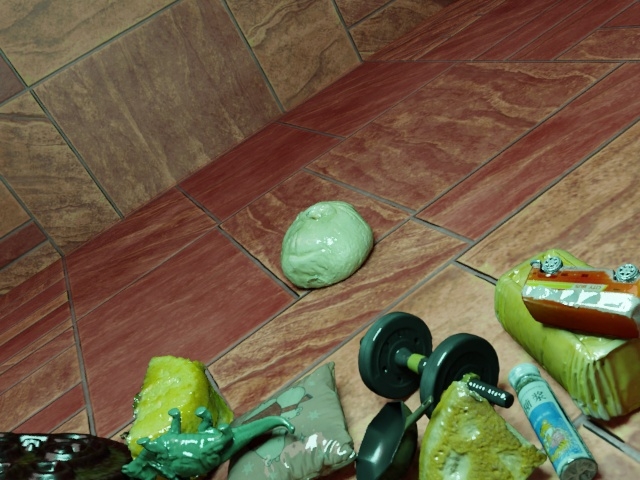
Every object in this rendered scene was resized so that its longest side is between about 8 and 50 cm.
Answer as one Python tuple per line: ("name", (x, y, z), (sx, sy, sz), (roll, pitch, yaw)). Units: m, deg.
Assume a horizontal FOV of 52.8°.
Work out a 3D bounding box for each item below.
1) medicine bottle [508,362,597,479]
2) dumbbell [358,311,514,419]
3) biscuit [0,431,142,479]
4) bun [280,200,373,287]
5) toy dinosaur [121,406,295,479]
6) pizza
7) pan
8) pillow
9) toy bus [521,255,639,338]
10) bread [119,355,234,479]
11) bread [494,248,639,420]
("medicine bottle", (0.306, 0.240, 0.865), (0.051, 0.051, 0.191), (-26, 24, 8))
("dumbbell", (0.164, 0.195, 0.991), (0.143, 0.143, 0.325), (-41, 27, -22))
("biscuit", (-0.499, 0.391, 1.095), (0.407, 0.407, 0.091), (0, 80, 47))
("bun", (0.000, 0.000, 1.529), (0.243, 0.153, 0.244), (-28, 22, 13))
("toy dinosaur", (-0.187, 0.312, 1.019), (0.291, 0.120, 0.079), (-32, 10, 11))
("pizza", (0.208, 0.275, 0.835), (0.161, 0.182, 0.062), (-1, -7, 17))
("pan", (0.112, 0.290, 0.900), (0.129, 0.048, 0.202), (-68, 10, -21))
("pillow", (-0.058, 0.322, 1.060), (0.236, 0.084, 0.223), (-29, 26, 4))
("toy bus", (0.348, 0.076, 0.831), (0.174, 0.079, 0.077), (6, 53, 49))
("bread", (-0.245, 0.321, 1.183), (0.147, 0.160, 0.261), (-20, 25, 9))
("bread", (0.368, 0.122, 0.939), (0.152, 0.119, 0.288), (-28, 26, -3))
